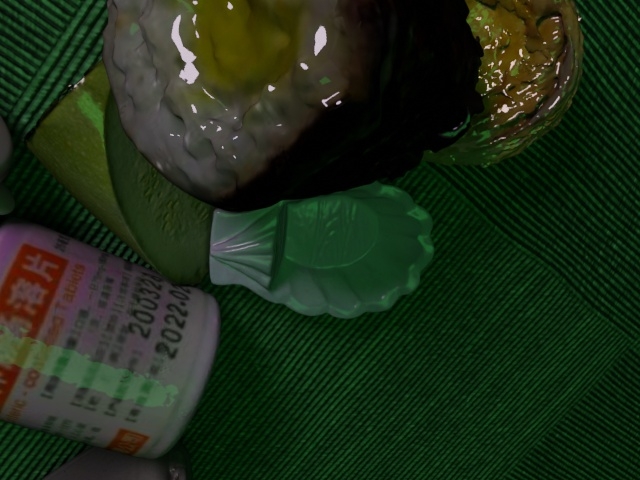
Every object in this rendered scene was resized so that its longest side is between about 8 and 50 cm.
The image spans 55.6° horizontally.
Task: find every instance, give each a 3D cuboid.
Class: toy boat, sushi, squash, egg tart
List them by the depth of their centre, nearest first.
[{"bbox_3d":[-0.018,-0.189,0.564,0.294,0.281,0.299,-13,89,-53],"label":"sushi"},{"bbox_3d":[-0.168,-0.079,0.678,0.189,0.189,0.260,-42,110,6],"label":"squash"},{"bbox_3d":[0.157,-0.221,0.727,0.291,0.107,0.290,3,105,11],"label":"egg tart"},{"bbox_3d":[0.000,0.000,0.800,0.290,0.100,0.199,1,112,-15],"label":"toy boat"}]

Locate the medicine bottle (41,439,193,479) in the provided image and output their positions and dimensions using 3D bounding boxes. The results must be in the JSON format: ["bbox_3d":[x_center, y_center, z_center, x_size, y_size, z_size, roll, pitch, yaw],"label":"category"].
[{"bbox_3d":[-0.276,0.413,0.757,0.282,0.375,0.123,-31,120,2],"label":"medicine bottle"}]

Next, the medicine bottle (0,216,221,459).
[{"bbox_3d":[-0.328,0.095,0.696,0.388,0.219,0.219,26,104,-22],"label":"medicine bottle"}]

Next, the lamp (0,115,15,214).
[{"bbox_3d":[-0.408,-0.110,0.569,0.108,0.179,0.246,-39,155,9],"label":"lamp"}]
